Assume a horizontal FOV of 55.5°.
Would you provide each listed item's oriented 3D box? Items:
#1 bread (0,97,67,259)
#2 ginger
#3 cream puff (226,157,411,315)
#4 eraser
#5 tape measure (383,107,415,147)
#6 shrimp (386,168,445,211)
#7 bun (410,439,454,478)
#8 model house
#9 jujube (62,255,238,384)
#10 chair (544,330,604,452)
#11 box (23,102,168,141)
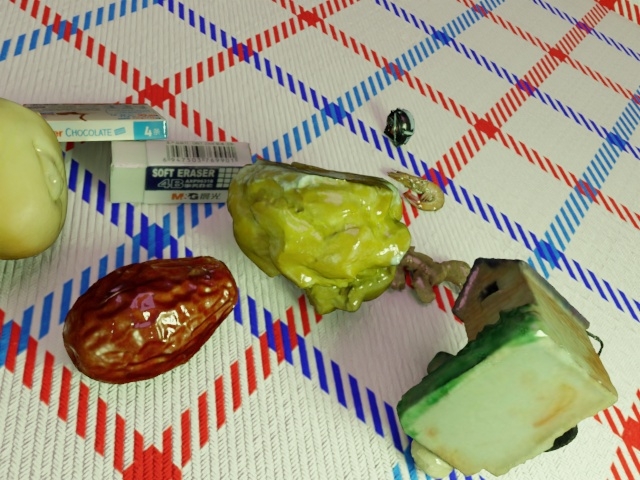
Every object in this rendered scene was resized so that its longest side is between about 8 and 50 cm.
[{"bbox_3d":[-0.625,-0.110,1.017,0.376,0.348,0.252,12,68,-7],"label":"bread"},{"bbox_3d":[0.233,0.077,1.323,0.259,0.065,0.149,31,60,1],"label":"ginger"},{"bbox_3d":[0.000,0.000,1.159,0.379,0.275,0.378,12,10,-2],"label":"cream puff"},{"bbox_3d":[-0.296,-0.145,1.289,0.287,0.130,0.086,-1,55,-21],"label":"eraser"},{"bbox_3d":[0.210,-0.301,1.612,0.054,0.094,0.091,-13,55,-25],"label":"tape measure"},{"bbox_3d":[0.233,-0.120,1.511,0.163,0.045,0.095,23,68,-5],"label":"shrimp"},{"bbox_3d":[0.188,0.372,1.049,0.086,0.055,0.086,43,14,-13],"label":"bun"},{"bbox_3d":[0.292,0.195,1.044,0.245,0.312,0.280,36,28,-18],"label":"model house"},{"bbox_3d":[-0.279,0.122,1.020,0.290,0.197,0.197,-25,62,-33],"label":"jujube"},{"bbox_3d":[0.429,0.269,1.170,0.145,0.140,0.221,28,51,7],"label":"chair"},{"bbox_3d":[-0.484,-0.254,1.290,0.274,0.048,0.265,-5,20,-22],"label":"box"}]
